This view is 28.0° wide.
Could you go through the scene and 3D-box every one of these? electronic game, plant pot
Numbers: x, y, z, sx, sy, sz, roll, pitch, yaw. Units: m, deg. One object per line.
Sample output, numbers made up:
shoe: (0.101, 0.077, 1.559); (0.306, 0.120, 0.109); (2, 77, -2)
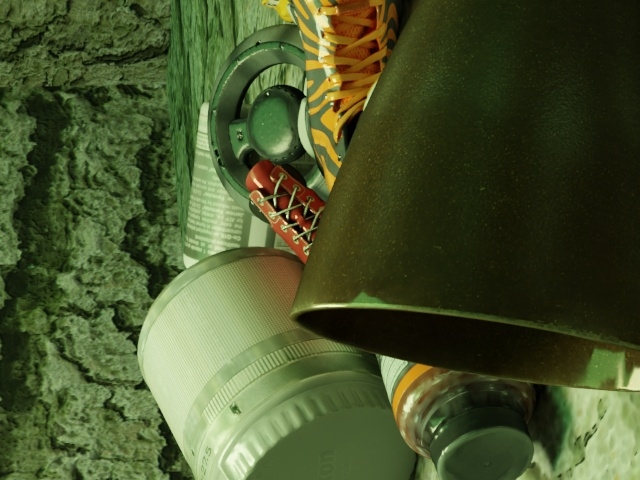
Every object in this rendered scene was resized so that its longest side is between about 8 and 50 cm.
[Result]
electronic game: (-0.044, -0.134, 1.478); (0.229, 0.048, 0.229); (2, 94, 38)
plant pot: (0.108, -0.052, 0.689); (0.215, 0.215, 0.230); (140, 141, -76)

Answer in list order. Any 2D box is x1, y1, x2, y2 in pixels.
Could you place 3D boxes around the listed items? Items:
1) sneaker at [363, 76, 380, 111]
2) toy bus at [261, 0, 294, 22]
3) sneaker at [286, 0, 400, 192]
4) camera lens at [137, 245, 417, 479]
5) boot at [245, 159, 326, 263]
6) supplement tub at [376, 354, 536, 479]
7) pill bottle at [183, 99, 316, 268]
sneaker: (0.079, -0.009, 1.061); (0.121, 0.099, 0.262); (-131, 39, -66)
toy bus: (-0.071, -0.351, 1.444); (0.149, 0.211, 0.220); (151, 114, -76)
sneaker: (0.044, -0.164, 1.189); (0.180, 0.125, 0.321); (-114, 13, -52)
camera lens: (-0.050, 0.155, 1.315); (0.274, 0.219, 0.219); (-127, 34, -45)
boot: (0.000, 0.000, 1.244); (0.176, 0.088, 0.244); (45, 180, -16)
supplement tub: (0.097, 0.092, 0.956); (0.198, 0.106, 0.106); (-106, 18, -49)
pill bottle: (-0.089, -0.029, 1.632); (0.161, 0.161, 0.283); (-141, 58, -75)
